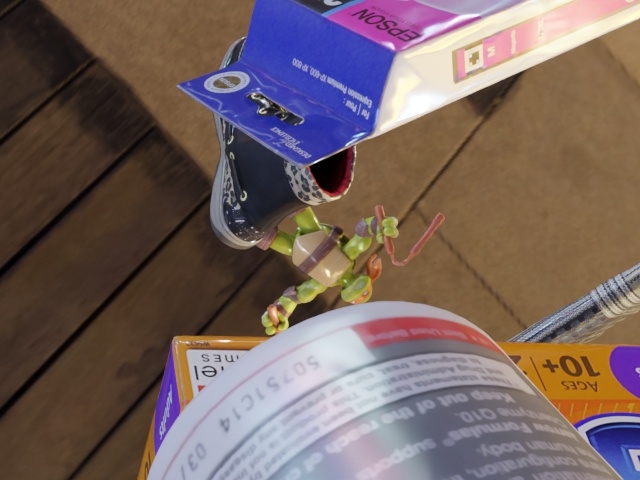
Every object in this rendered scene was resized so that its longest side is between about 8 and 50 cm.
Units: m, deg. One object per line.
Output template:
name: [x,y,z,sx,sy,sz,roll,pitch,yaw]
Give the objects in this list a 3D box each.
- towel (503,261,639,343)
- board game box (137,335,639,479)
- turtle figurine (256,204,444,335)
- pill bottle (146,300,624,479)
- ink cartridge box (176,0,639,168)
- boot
towel: [0.281,0.103,1.333,0.056,0.312,0.324,59,16,14]
board game box: [0.076,0.306,0.677,0.356,0.356,0.356,2,43,-19]
turtle figurine: [0.000,0.000,1.368,0.217,0.269,0.087,44,23,-8]
pill bottle: [0.061,0.157,0.341,0.161,0.161,0.283,6,27,-31]
ink cartridge box: [0.086,-0.175,0.880,0.371,0.176,0.069,-28,129,-24]
boot: [-0.034,-0.121,1.155,0.085,0.179,0.236,15,68,-33]
